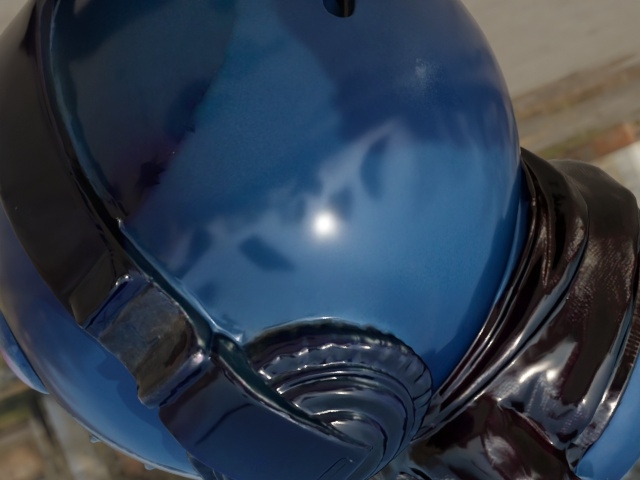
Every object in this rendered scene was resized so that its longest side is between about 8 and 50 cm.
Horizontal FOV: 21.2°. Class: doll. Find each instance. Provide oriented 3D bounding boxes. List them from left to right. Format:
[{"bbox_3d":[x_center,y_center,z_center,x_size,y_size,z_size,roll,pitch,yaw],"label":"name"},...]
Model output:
[{"bbox_3d":[0.000,0.000,0.712,0.240,0.310,0.284,-47,-151,31],"label":"doll"}]
